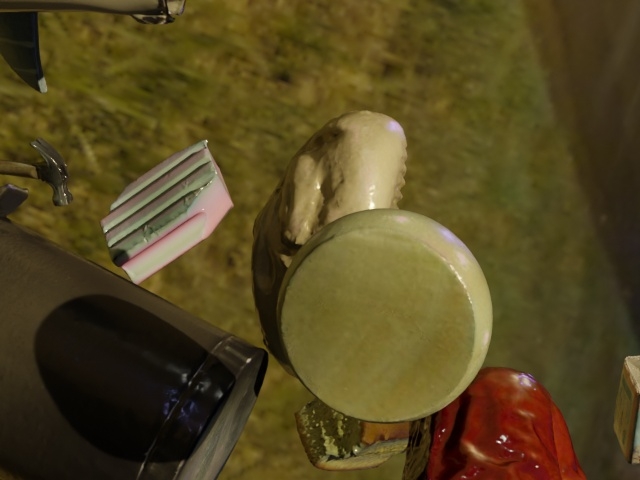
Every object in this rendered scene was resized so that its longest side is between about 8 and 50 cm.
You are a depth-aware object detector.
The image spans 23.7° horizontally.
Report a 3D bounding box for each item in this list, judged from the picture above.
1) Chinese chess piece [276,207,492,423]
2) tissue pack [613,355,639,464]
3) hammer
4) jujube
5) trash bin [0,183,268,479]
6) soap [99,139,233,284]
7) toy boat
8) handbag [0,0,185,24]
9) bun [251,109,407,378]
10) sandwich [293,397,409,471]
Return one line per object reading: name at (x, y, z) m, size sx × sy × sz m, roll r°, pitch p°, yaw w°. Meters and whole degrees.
Chinese chess piece at (0.043, 0.050, 1.013) m, size 0.058 × 0.144 × 0.144 m, roll -46°, pitch 156°, yaw -72°
tissue pack at (0.337, 0.172, 1.566) m, size 0.074 × 0.058 × 0.094 m, roll -96°, pitch -174°, yaw -57°
hammer at (-0.311, -0.070, 1.386) m, size 0.017 × 0.182 × 0.062 m, roll -55°, pitch 146°, yaw -53°
jujube at (0.139, 0.256, 1.175) m, size 0.216 × 0.216 × 0.342 m, roll 98°, pitch -10°, yaw -49°
trash bin at (-0.222, 0.113, 1.275) m, size 0.252 × 0.301 × 0.203 m, roll -62°, pitch 172°, yaw -2°
soap at (-0.161, -0.034, 1.629) m, size 0.149 × 0.100 × 0.056 m, roll -34°, pitch 133°, yaw 6°
toy boat at (-0.264, -0.186, 1.312) m, size 0.034 × 0.096 × 0.122 m, roll -34°, pitch 135°, yaw -51°
handbag at (-0.284, -0.289, 1.163) m, size 0.160 × 0.358 × 0.237 m, roll -72°, pitch 164°, yaw -75°
bun at (0.000, 0.000, 1.284) m, size 0.210 × 0.116 × 0.237 m, roll -69°, pitch 176°, yaw -80°
sandwich at (0.044, 0.196, 1.646) m, size 0.094 × 0.096 × 0.258 m, roll -39°, pitch 163°, yaw 10°
